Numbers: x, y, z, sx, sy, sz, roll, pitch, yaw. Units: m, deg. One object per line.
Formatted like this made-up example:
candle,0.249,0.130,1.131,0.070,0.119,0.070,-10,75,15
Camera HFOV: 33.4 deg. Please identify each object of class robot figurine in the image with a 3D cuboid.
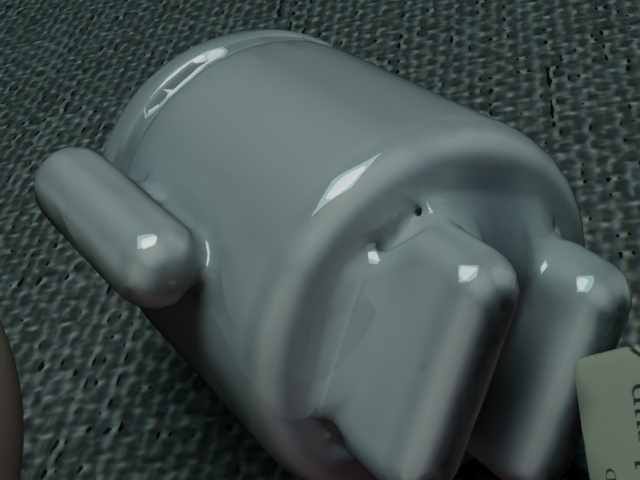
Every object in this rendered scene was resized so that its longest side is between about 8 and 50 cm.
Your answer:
robot figurine,0.000,0.000,0.590,0.300,0.199,0.353,10,16,-35

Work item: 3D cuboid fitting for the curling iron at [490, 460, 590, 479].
curling iron,0.019,0.176,0.510,0.274,0.035,0.068,-22,38,-6

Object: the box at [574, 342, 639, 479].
box,0.212,0.069,0.349,0.094,0.275,0.113,0,75,-27

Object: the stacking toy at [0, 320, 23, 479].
stacking toy,-0.413,0.049,0.551,0.350,0.350,0.480,-38,47,-25
